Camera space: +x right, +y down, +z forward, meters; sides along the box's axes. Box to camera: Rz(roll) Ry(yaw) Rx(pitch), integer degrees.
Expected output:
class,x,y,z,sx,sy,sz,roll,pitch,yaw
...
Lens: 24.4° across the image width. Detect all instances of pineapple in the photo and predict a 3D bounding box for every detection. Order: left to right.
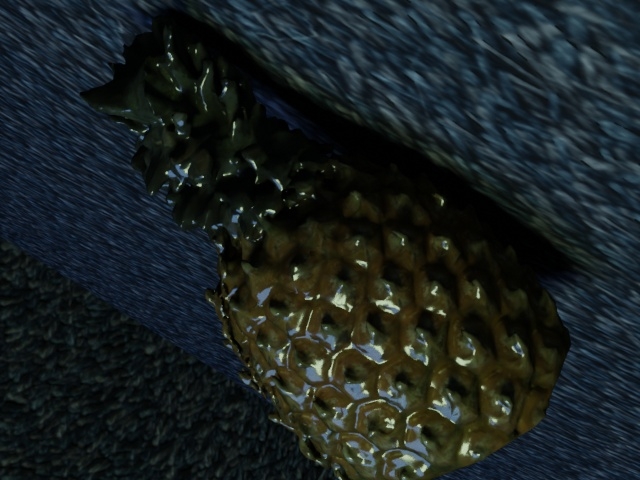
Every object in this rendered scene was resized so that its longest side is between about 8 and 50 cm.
class,x,y,z,sx,sy,sz,roll,pitch,yaw
pineapple,0.000,0.000,0.980,0.362,0.202,0.202,51,163,-10
